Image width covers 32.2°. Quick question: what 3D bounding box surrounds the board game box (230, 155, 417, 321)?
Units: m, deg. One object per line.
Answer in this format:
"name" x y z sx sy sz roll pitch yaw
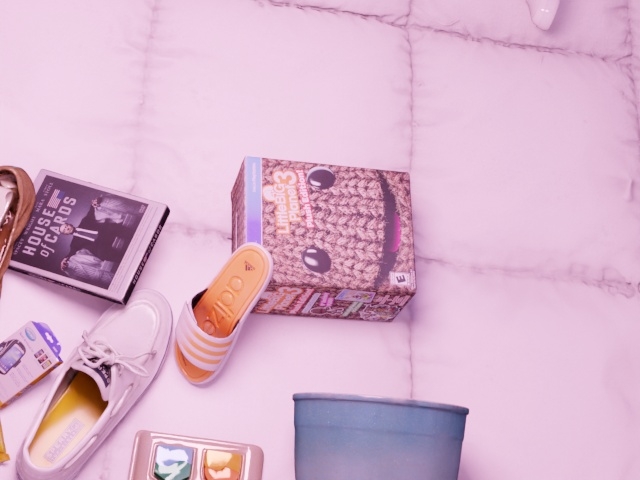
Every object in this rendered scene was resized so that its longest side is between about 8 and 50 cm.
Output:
"board game box" 0.000 0.000 1.886 0.291 0.141 0.232 4 64 -14

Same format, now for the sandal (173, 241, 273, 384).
"sandal" -0.170 0.114 1.735 0.102 0.265 0.076 37 22 16

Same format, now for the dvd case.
"dvd case" -0.385 -0.008 1.793 0.239 0.029 0.179 16 68 15

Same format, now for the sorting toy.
"sorting toy" -0.195 0.395 1.704 0.208 0.038 0.192 11 63 -10

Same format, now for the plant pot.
"plant pot" 0.080 0.371 1.679 0.272 0.272 0.255 8 78 -12

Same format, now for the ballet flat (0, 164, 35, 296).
"ballet flat" -0.532 0.030 1.708 0.116 0.124 0.342 21 71 -1

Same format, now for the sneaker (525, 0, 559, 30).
"sneaker" 0.412 -0.559 2.293 0.169 0.108 0.292 14 53 -6

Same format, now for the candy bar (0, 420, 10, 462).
"candy bar" -0.501 0.258 1.676 0.040 0.018 0.161 -13 80 4

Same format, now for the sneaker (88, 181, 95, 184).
"sneaker" -0.363 -0.018 1.852 0.075 0.057 0.161 -39 80 -11

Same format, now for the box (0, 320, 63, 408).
"box" -0.462 0.187 1.707 0.136 0.028 0.081 -37 78 -3

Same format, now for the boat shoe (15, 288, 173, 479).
"boat shoe" -0.339 0.205 1.687 0.136 0.156 0.367 34 62 2
